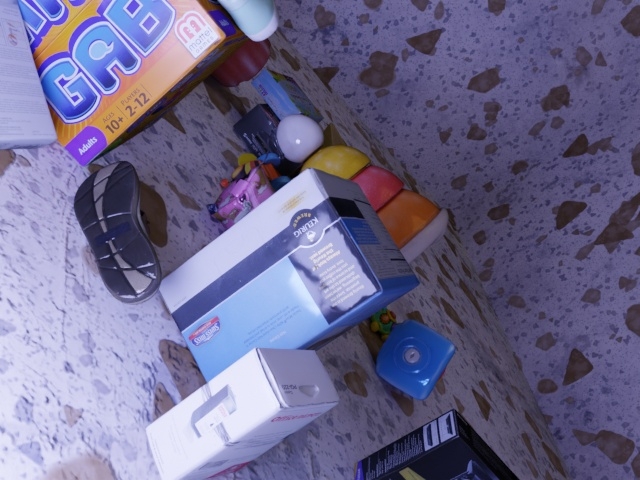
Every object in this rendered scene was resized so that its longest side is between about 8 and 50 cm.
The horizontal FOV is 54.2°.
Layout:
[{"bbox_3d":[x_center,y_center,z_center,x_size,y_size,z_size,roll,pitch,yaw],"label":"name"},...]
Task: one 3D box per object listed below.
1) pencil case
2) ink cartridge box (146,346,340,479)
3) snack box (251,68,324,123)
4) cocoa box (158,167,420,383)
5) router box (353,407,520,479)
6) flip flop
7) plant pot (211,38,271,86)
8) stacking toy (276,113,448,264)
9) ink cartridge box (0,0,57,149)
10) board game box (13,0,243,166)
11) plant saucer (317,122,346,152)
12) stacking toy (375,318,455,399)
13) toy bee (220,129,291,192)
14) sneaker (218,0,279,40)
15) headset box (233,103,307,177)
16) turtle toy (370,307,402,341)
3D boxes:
[{"bbox_3d":[-0.073,0.024,1.392,0.386,0.160,0.167,50,41,-12],"label":"pencil case"},{"bbox_3d":[-0.105,0.241,0.864,0.158,0.218,0.092,19,39,-58],"label":"ink cartridge box"},{"bbox_3d":[-0.095,-0.420,1.885,0.174,0.070,0.207,53,21,8],"label":"snack box"},{"bbox_3d":[-0.050,0.076,1.071,0.228,0.347,0.231,59,19,13],"label":"cocoa box"},{"bbox_3d":[0.252,0.501,1.212,0.309,0.243,0.081,49,20,-16],"label":"router box"},{"bbox_3d":[-0.314,-0.012,1.003,0.277,0.112,0.080,62,-5,28],"label":"flip flop"},{"bbox_3d":[-0.295,-0.608,1.820,0.265,0.272,0.272,45,20,-46],"label":"plant pot"},{"bbox_3d":[0.056,-0.117,1.583,0.480,0.350,0.350,50,19,1],"label":"stacking toy"},{"bbox_3d":[-0.500,-0.251,0.919,0.232,0.066,0.189,71,20,-2],"label":"ink cartridge box"},{"bbox_3d":[-0.370,-0.420,1.152,0.356,0.356,0.356,50,20,-14],"label":"board game box"},{"bbox_3d":[0.065,-0.134,1.918,0.333,0.081,0.333,49,31,-57],"label":"plant saucer"},{"bbox_3d":[0.274,0.345,1.693,0.165,0.175,0.302,29,-11,28],"label":"stacking toy"},{"bbox_3d":[-0.163,-0.155,1.545,0.195,0.162,0.298,61,-6,41],"label":"toy bee"},{"bbox_3d":[-0.149,-0.474,1.062,0.151,0.094,0.256,40,26,-53],"label":"sneaker"},{"bbox_3d":[-0.121,-0.296,1.883,0.218,0.110,0.293,53,19,-1],"label":"headset box"},{"bbox_3d":[0.192,0.236,1.779,0.130,0.066,0.095,45,22,-24],"label":"turtle toy"}]
